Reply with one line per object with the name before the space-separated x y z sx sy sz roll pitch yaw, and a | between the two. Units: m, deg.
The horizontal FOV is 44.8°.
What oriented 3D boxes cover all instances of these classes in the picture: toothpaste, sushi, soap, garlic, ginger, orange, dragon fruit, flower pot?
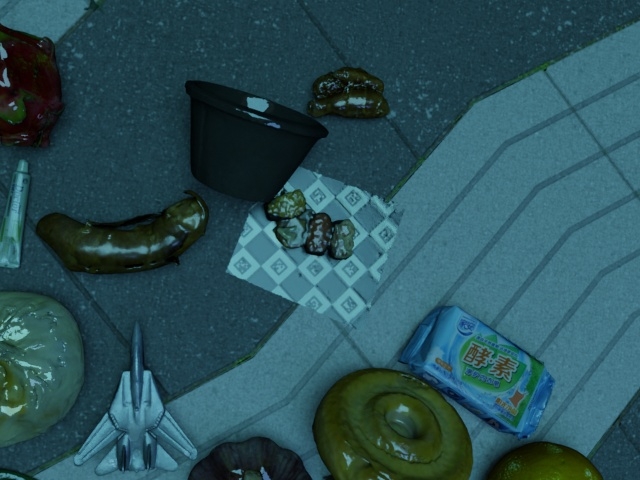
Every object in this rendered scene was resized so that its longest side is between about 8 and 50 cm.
toothpaste | -0.550 -0.048 1.395 0.048 0.029 0.197 9 87 -9
sushi | 0.000 0.000 1.477 0.290 0.050 0.264 22 83 -8
soap | 0.308 0.249 1.487 0.293 0.077 0.156 33 69 -7
garlic | -0.119 0.469 1.366 0.245 0.160 0.244 1 87 -10
ginger | -0.349 -0.003 1.390 0.309 0.107 0.133 -11 102 -7
orange | 0.414 0.464 1.450 0.237 0.179 0.158 -16 92 -9
ginger | 0.053 -0.287 1.495 0.162 0.073 0.103 -2 85 -9
dragon fruit | -0.575 -0.277 1.342 0.269 0.198 0.200 18 109 -7
flower pot | -0.133 -0.170 1.386 0.269 0.269 0.166 17 102 -8

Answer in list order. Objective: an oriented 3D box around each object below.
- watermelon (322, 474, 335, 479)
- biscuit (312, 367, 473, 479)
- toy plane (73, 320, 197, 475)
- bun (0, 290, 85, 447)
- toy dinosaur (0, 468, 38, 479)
watermelon | 0.129 0.508 1.434 0.262 0.201 0.212 -24 90 -52
biscuit | 0.135 0.345 1.371 0.296 0.296 0.102 19 127 -8
toy plane | -0.329 0.281 1.387 0.212 0.088 0.267 -1 78 -11
bun | -0.547 0.219 1.318 0.287 0.146 0.287 0 86 -8
toy dinosaur | -0.724 0.335 1.309 0.301 0.087 0.447 -32 99 -10
